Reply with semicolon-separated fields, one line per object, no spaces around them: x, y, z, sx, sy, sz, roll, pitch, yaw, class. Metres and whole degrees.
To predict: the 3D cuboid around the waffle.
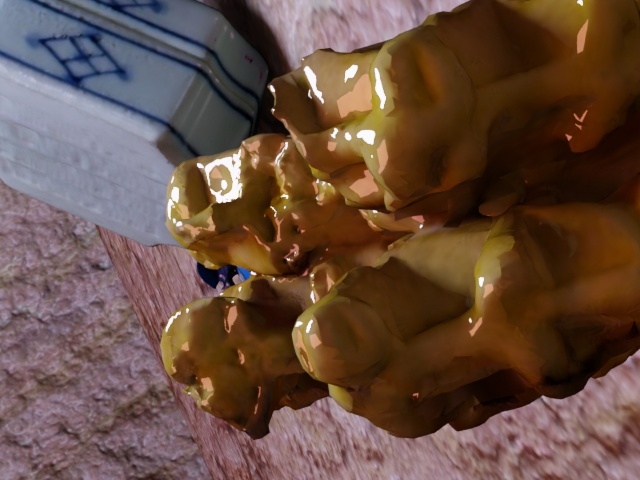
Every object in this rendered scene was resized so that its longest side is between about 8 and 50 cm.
0.066;-0.014;0.517;0.324;0.261;0.151;-15;92;70;waffle

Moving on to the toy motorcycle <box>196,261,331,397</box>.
-0.021;0.032;1.053;0.254;0.135;0.092;50;158;41;toy motorcycle

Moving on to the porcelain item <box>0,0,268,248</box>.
-0.199;-0.131;1.143;0.286;0.157;0.281;22;159;2;porcelain item
